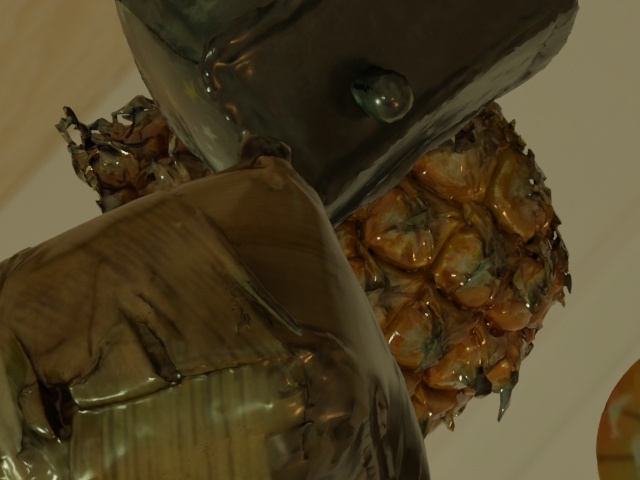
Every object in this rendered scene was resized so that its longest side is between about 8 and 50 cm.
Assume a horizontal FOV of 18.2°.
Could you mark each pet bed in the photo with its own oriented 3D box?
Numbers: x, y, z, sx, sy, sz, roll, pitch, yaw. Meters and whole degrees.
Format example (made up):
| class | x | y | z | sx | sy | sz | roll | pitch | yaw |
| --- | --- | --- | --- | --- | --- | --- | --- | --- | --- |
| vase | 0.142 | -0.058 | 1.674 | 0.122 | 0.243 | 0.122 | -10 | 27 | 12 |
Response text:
| class | x | y | z | sx | sy | sz | roll | pitch | yaw |
| --- | --- | --- | --- | --- | --- | --- | --- | --- | --- |
| pet bed | 0.023 | -0.110 | 1.028 | 0.159 | 0.211 | 0.183 | 44 | 164 | 35 |

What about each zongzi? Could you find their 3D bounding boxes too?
| class | x | y | z | sx | sy | sz | roll | pitch | yaw |
| --- | --- | --- | --- | --- | --- | --- | --- | --- | --- |
| zongzi | -0.071 | 0.066 | 0.531 | 0.194 | 0.197 | 0.099 | 61 | -169 | -62 |

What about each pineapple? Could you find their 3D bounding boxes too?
| class | x | y | z | sx | sy | sz | roll | pitch | yaw |
| --- | --- | --- | --- | --- | --- | --- | --- | --- | --- |
| pineapple | 0.000 | 0.000 | 1.433 | 0.352 | 0.300 | 0.352 | 57 | 171 | 15 |

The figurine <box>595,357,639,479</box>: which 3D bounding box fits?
| class | x | y | z | sx | sy | sz | roll | pitch | yaw |
| --- | --- | --- | --- | --- | --- | --- | --- | --- | --- |
| figurine | 0.224 | 0.200 | 1.041 | 0.248 | 0.388 | 0.276 | -9 | -119 | -56 |
